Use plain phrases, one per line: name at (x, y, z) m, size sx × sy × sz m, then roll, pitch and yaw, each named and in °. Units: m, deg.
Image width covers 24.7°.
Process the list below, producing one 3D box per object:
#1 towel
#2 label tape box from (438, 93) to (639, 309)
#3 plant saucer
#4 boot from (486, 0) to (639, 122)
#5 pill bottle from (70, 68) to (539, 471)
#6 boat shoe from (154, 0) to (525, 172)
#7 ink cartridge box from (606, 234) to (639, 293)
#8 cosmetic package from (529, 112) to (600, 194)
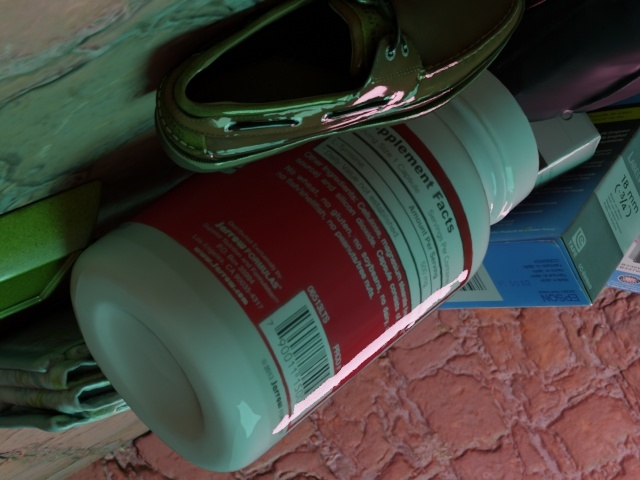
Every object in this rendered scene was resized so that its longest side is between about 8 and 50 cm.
towel at (-0.189, 0.098, 1.519) m, size 0.320 × 0.090 × 0.374 m, roll -24°, pitch -172°, yaw -26°
label tape box at (0.284, -0.062, 1.765) m, size 0.240 × 0.106 × 0.334 m, roll -4°, pitch -144°, yaw 45°
plant saucer at (-0.281, 0.033, 1.245) m, size 0.188 × 0.045 × 0.188 m, roll -25°, pitch 170°, yaw -34°
boot at (0.377, -0.204, 1.333) m, size 0.367 × 0.146 × 0.445 m, roll 1°, pitch 168°, yaw -16°
pill bottle at (0.000, 0.000, 1.298) m, size 0.407 × 0.229 × 0.229 m, roll -37°, pitch 176°, yaw -28°
boat shoe at (0.027, -0.136, 1.067) m, size 0.307 × 0.111 × 0.104 m, roll -28°, pitch 173°, yaw -15°
ink cartridge box at (0.492, -0.063, 1.915) m, size 0.198 × 0.197 × 0.270 m, roll 12°, pitch 154°, yaw 1°
cosmetic package at (0.188, -0.118, 1.608) m, size 0.183 × 0.151 × 0.151 m, roll -31°, pitch 172°, yaw 3°
